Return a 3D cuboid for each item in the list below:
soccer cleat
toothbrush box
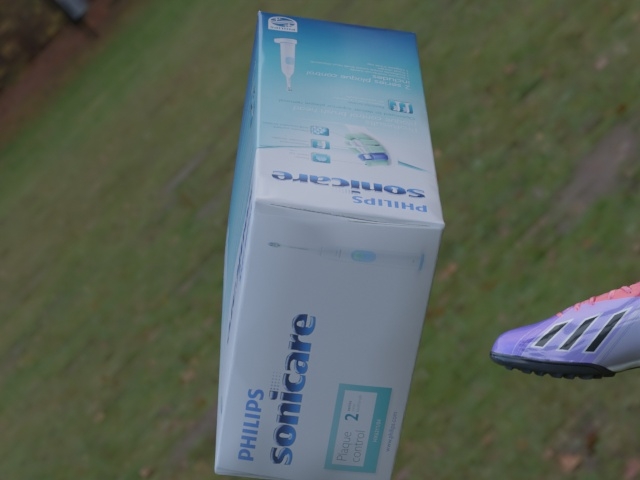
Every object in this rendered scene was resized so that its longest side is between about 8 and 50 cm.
[{"bbox_3d":[0.351,0.095,2.171,0.318,0.116,0.108,-3,4,2],"label":"soccer cleat"},{"bbox_3d":[0.000,0.000,1.324,0.295,0.126,0.216,-91,9,-61],"label":"toothbrush box"}]
